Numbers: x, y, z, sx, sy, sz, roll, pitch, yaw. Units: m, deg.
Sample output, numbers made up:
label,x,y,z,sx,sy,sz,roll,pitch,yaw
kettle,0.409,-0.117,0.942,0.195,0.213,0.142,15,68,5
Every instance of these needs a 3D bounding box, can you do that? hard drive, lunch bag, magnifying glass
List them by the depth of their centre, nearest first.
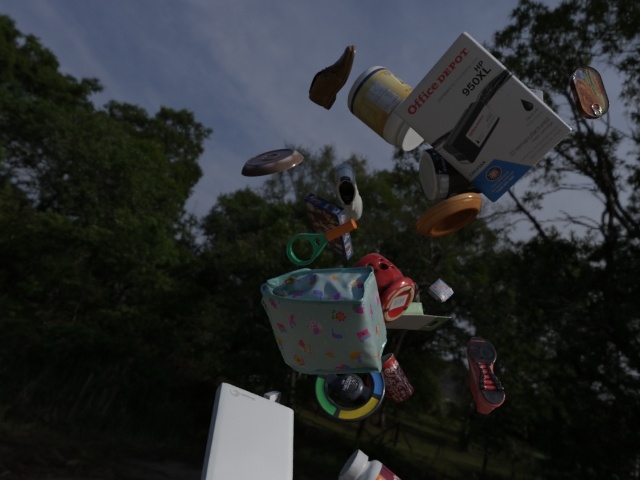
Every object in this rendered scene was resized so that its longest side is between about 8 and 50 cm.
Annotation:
label,x,y,z,sx,sy,sz,roll,pitch,yaw
lunch bag,0.005,0.184,1.197,0.262,0.160,0.223,-4,-61,21
hard drive,-0.178,0.546,1.331,0.233,0.353,0.047,28,-64,-18
magnifying glass,0.000,0.000,1.483,0.231,0.092,0.026,-27,-2,24
lunch bag,0.501,0.214,2.176,0.083,0.071,0.053,41,-22,25

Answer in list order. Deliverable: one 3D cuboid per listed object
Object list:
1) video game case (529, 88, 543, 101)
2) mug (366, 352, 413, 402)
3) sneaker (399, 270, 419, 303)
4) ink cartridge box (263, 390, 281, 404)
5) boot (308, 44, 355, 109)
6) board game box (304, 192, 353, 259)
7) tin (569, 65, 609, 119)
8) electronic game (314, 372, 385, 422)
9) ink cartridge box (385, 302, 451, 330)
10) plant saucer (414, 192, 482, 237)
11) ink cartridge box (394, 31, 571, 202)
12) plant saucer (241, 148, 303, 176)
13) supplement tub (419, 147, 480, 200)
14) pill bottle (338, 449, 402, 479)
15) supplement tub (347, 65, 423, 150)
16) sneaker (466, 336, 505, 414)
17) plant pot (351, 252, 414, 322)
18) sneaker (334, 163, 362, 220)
label,x,y,z,sx,sy,sz,roll,pitch,yaw
video game case,0.559,-0.477,1.715,0.328,0.300,0.036,15,-60,15
mug,0.279,0.567,2.112,0.150,0.169,0.113,-35,-2,22
sneaker,0.362,0.218,2.351,0.135,0.097,0.276,62,-9,-28
ink cartridge box,-0.165,0.559,1.715,0.029,0.115,0.063,7,0,32
boot,0.046,-0.682,2.156,0.115,0.112,0.305,20,-45,-16
board game box,0.033,-0.049,1.937,0.165,0.042,0.243,27,-31,33
tin,0.938,-0.515,1.819,0.106,0.190,0.040,-12,-8,-3
electronic game,0.093,0.471,1.673,0.229,0.229,0.048,10,-37,19
ink cartridge box,0.347,0.290,1.972,0.235,0.056,0.171,4,-28,-18
plant saucer,0.360,-0.063,1.452,0.199,0.037,0.200,-18,-23,-8
ink cartridge box,0.454,-0.352,1.493,0.395,0.166,0.285,42,-65,0
plant saucer,-0.236,-0.382,2.508,0.310,0.310,0.050,4,-61,34
supplement tub,0.569,-0.277,2.010,0.337,0.207,0.207,-10,-19,-6
pill bottle,0.167,0.706,1.478,0.221,0.121,0.121,37,-18,7
supplement tub,0.287,-0.529,2.099,0.316,0.228,0.228,45,-9,23
sneaker,0.603,0.513,1.990,0.115,0.314,0.136,9,-47,-4
plant pot,0.195,0.164,1.694,0.174,0.191,0.191,39,-3,37
sneaker,0.093,-0.148,1.848,0.094,0.091,0.258,-7,-44,12
